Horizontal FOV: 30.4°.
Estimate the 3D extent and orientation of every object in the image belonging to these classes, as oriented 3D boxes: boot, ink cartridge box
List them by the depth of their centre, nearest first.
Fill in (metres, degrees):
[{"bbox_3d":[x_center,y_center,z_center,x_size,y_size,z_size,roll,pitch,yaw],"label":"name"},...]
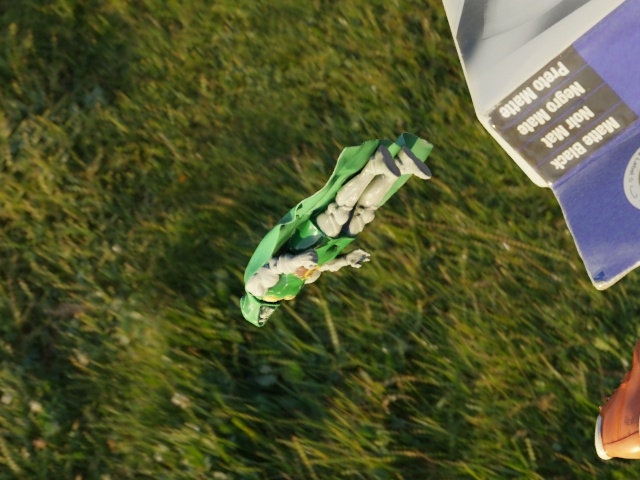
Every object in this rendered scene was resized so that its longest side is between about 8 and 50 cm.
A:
[{"bbox_3d":[0.140,-0.129,0.417,0.223,0.045,0.224,-40,39,27],"label":"ink cartridge box"},{"bbox_3d":[0.340,0.169,1.288,0.085,0.059,0.158,-23,35,41],"label":"boot"}]

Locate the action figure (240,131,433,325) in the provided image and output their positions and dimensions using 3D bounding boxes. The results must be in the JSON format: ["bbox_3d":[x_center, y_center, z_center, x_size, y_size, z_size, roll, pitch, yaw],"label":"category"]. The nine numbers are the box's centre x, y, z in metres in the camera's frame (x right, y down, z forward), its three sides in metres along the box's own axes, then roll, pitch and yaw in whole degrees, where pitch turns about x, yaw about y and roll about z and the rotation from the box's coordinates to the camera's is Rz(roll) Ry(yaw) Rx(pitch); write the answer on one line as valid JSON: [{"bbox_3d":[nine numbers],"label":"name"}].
[{"bbox_3d":[0.000,0.000,1.068,0.232,0.137,0.063,-46,64,31],"label":"action figure"}]
